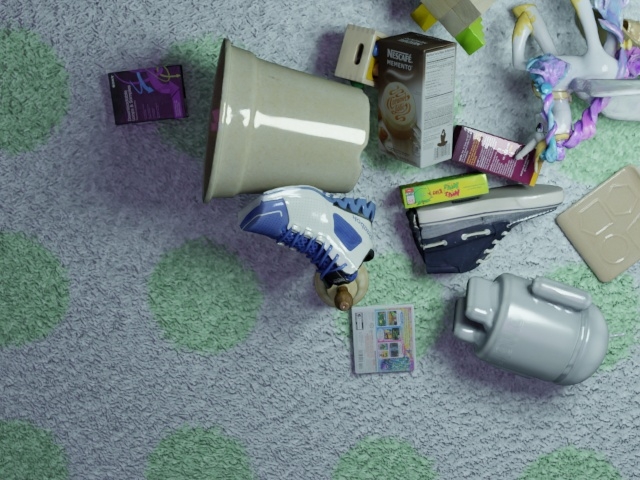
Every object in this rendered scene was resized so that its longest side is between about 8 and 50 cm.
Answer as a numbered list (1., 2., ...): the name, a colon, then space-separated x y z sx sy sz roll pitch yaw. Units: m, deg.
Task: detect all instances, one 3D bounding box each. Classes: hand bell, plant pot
1. hand bell: 0.046 0.114 1.797 0.126 0.242 0.126 0 100 1
2. plant pot: -0.071 -0.223 1.726 0.305 0.334 0.334 7 100 -11

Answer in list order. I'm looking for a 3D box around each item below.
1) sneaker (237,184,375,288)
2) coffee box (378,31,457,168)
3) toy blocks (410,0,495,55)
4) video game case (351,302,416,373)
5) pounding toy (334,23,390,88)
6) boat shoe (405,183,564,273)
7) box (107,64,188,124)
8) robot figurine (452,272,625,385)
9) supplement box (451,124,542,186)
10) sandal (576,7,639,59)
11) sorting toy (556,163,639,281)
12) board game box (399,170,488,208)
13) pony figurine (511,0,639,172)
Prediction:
1. sneaker: 0.001 0.000 1.706 0.315 0.127 0.182 4 65 -36
2. coffee box: 0.197 -0.292 1.735 0.098 0.141 0.247 -20 121 -33
3. toy blocks: 0.267 -0.603 1.692 0.381 0.190 0.261 47 59 -7
4. video game case: 0.146 0.226 1.928 0.143 0.019 0.157 -3 98 1
5. pounding toy: 0.111 -0.367 1.774 0.100 0.130 0.141 20 101 29
6. boat shoe: 0.367 -0.023 1.842 0.340 0.127 0.158 -8 106 10
7. box: -0.378 -0.319 1.839 0.162 0.029 0.116 -6 99 3
8. robot figurine: 0.470 0.196 1.827 0.353 0.200 0.300 17 138 -2
9. supplement box: 0.376 -0.185 1.813 0.188 0.104 0.081 17 99 -2
10. sandal: 0.662 -0.430 1.791 0.240 0.088 0.079 39 62 10
11. sorting toy: 0.661 -0.038 1.872 0.208 0.038 0.193 -37 97 11
12. board game box: 0.267 -0.112 1.832 0.181 0.092 0.043 -10 99 3
13. pony figurine: 0.549 -0.335 1.684 0.350 0.302 0.364 -8 83 26
